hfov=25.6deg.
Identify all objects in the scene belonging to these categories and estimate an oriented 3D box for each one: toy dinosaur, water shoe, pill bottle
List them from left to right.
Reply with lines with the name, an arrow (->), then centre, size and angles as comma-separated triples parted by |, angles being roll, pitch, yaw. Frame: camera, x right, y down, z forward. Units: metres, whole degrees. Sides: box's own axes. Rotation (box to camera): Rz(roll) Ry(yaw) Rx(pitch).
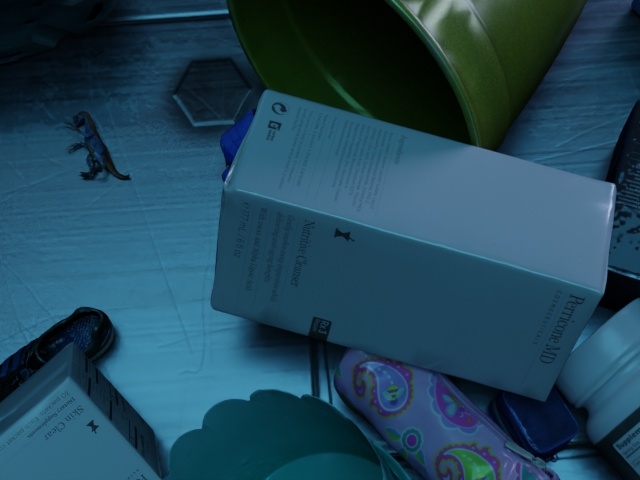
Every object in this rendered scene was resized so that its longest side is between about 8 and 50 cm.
water shoe -> -0.329, 0.144, 1.606 | 0.203, 0.080, 0.073 | -42, 76, -10
toy dinosaur -> -0.278, -0.117, 1.714 | 0.090, 0.047, 0.082 | 16, 62, -28
pill bottle -> 0.393, 0.211, 1.523 | 0.161, 0.161, 0.283 | -39, 76, -9

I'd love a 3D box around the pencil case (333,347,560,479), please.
pencil case -> 0.140, 0.213, 1.525 | 0.124, 0.124, 0.284 | -40, 62, -9

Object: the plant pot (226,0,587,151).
plant pot -> 0.144, -0.291, 1.603 | 0.366, 0.366, 0.353 | 41, 68, 12

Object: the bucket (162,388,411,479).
bucket -> -0.026, 0.310, 1.461 | 0.281, 0.183, 0.281 | -9, 65, 19

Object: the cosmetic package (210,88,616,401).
cosmetic package -> 0.093, 0.008, 1.474 | 0.385, 0.217, 0.156 | 16, 51, 4

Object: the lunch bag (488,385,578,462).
lunch bag -> 0.239, 0.205, 1.580 | 0.067, 0.065, 0.098 | -22, 72, -21

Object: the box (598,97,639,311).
box -> 0.374, -0.032, 1.598 | 0.108, 0.153, 0.207 | 17, 74, 7

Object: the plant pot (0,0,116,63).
plant pot -> -0.405, -0.404, 1.658 | 0.341, 0.341, 0.334 | -19, 82, -4

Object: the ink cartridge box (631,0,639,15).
ink cartridge box -> 0.565, -0.236, 1.583 | 0.166, 0.285, 0.395 | -39, 77, -10

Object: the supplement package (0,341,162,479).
supplement package -> -0.313, 0.259, 1.475 | 0.262, 0.204, 0.145 | -41, 101, -3

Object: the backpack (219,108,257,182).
backpack -> -0.067, -0.090, 1.658 | 0.101, 0.098, 0.120 | -36, 77, 12
